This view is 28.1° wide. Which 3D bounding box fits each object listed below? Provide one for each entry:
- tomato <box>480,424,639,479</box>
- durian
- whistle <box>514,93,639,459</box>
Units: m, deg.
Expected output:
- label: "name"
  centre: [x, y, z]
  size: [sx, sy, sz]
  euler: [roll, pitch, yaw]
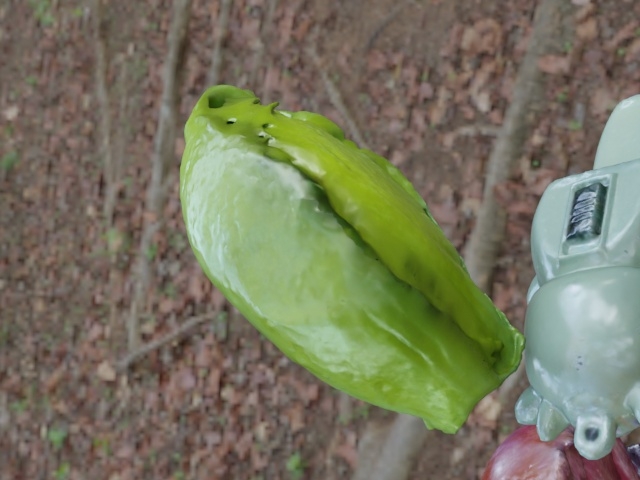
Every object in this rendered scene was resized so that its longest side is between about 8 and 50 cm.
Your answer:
- label: "tomato"
  centre: [0.220, 0.316, 1.161]
  size: [0.176, 0.290, 0.334]
  euler: [-25, 73, 22]
- label: "durian"
  centre: [0.000, 0.000, 0.690]
  size: [0.250, 0.139, 0.101]
  euler: [43, 105, 18]
- label: "whistle"
  centre: [0.168, 0.014, 0.720]
  size: [0.105, 0.102, 0.253]
  euler: [79, -158, -51]
